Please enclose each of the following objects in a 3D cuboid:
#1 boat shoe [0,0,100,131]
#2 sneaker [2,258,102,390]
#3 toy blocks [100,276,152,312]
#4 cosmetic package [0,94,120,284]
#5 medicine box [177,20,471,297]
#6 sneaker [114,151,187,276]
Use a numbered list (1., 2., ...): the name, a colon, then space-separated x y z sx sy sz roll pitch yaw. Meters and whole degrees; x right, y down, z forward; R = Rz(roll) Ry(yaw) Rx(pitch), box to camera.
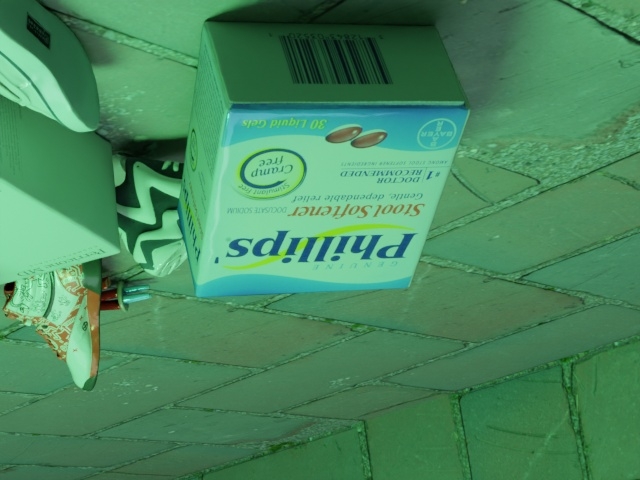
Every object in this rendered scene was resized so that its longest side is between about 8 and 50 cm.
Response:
1. boat shoe: -0.304 -0.186 1.281 0.084 0.095 0.258 -8 151 15
2. sneaker: -0.410 0.119 1.964 0.145 0.090 0.270 0 128 -12
3. toy blocks: -0.354 0.084 2.061 0.148 0.054 0.123 -10 159 4
4. cosmetic package: -0.402 -0.079 1.425 0.217 0.156 0.385 -15 159 16
5. medicine box: -0.007 -0.086 1.426 0.263 0.149 0.289 -2 136 -16
6. sneaker: -0.175 -0.085 1.604 0.235 0.153 0.094 -47 171 2
